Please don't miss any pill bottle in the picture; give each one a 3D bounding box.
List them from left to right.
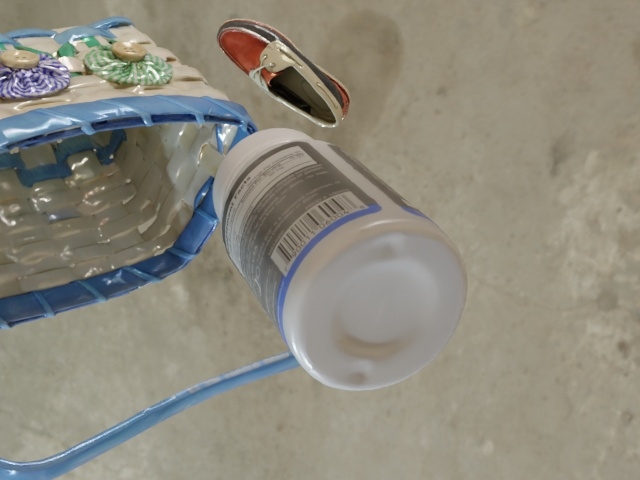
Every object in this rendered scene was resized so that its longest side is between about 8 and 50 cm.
[{"bbox_3d":[0.000,0.000,0.391,0.137,0.078,0.078,-131,42,-57],"label":"pill bottle"}]

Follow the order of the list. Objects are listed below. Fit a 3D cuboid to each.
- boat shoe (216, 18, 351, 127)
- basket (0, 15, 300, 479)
[{"bbox_3d":[-0.035,-0.147,0.766,0.137,0.043,0.049,34,127,-7],"label":"boat shoe"},{"bbox_3d":[-0.153,-0.007,0.565,0.289,0.255,0.201,55,136,18],"label":"basket"}]
